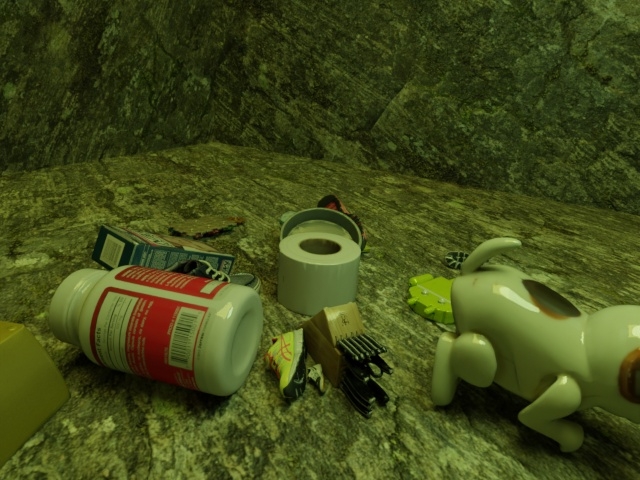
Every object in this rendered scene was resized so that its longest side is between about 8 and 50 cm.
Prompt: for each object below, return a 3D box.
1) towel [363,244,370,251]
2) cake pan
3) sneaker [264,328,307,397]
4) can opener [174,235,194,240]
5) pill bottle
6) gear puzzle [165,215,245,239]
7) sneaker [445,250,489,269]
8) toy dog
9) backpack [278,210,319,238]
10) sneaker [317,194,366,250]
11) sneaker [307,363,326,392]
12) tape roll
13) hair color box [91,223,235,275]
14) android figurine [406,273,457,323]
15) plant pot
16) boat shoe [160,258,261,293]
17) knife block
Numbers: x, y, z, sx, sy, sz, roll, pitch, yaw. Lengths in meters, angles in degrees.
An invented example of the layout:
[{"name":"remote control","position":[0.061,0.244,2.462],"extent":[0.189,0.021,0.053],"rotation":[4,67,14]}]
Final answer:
[{"name":"towel","position":[0.110,0.000,1.718],"extent":[0.102,0.021,0.237],"rotation":[-9,26,-17]},{"name":"cake pan","position":[0.000,0.000,1.510],"extent":[0.293,0.054,0.293],"rotation":[2,48,-3]},{"name":"sneaker","position":[-0.081,0.276,0.936],"extent":[0.094,0.081,0.208],"rotation":[-6,18,2]},{"name":"can opener","position":[-0.589,0.017,1.469],"extent":[0.281,0.074,0.093],"rotation":[-2,22,-15]},{"name":"pill bottle","position":[-0.351,0.178,0.910],"extent":[0.408,0.228,0.229],"rotation":[9,23,12]},{"name":"gear puzzle","position":[-0.453,-0.057,1.733],"extent":[0.176,0.044,0.339],"rotation":[17,23,33]},{"name":"sneaker","position":[0.542,0.076,1.572],"extent":[0.170,0.068,0.071],"rotation":[9,6,-11]},{"name":"toy dog","position":[0.475,0.198,0.824],"extent":[0.408,0.395,0.285],"rotation":[10,12,37]},{"name":"backpack","position":[-0.076,-0.046,1.666],"extent":[0.182,0.115,0.152],"rotation":[12,25,22]},{"name":"sneaker","position":[0.106,-0.056,1.682],"extent":[0.116,0.136,0.313],"rotation":[-35,51,3]},{"name":"sneaker","position":[-0.010,0.308,0.925],"extent":[0.037,0.031,0.083],"rotation":[-12,19,-4]},{"name":"tape roll","position":[-0.007,0.093,1.263],"extent":[0.246,0.169,0.246],"rotation":[4,22,-2]},{"name":"hair color box","position":[-0.435,0.050,1.203],"extent":[0.174,0.105,0.347],"rotation":[21,4,32]},{"name":"android figurine","position":[0.381,0.175,1.286],"extent":[0.273,0.056,0.248],"rotation":[-10,26,-35]},{"name":"plant pot","position":[-0.614,0.253,0.732],"extent":[0.212,0.187,0.212],"rotation":[8,22,7]},{"name":"boat shoe","position":[-0.298,0.117,1.162],"extent":[0.127,0.158,0.341],"rotation":[19,27,32]},{"name":"knife block","position":[0.052,0.277,0.960],"extent":[0.088,0.242,0.275],"rotation":[-6,-21,-27]}]
